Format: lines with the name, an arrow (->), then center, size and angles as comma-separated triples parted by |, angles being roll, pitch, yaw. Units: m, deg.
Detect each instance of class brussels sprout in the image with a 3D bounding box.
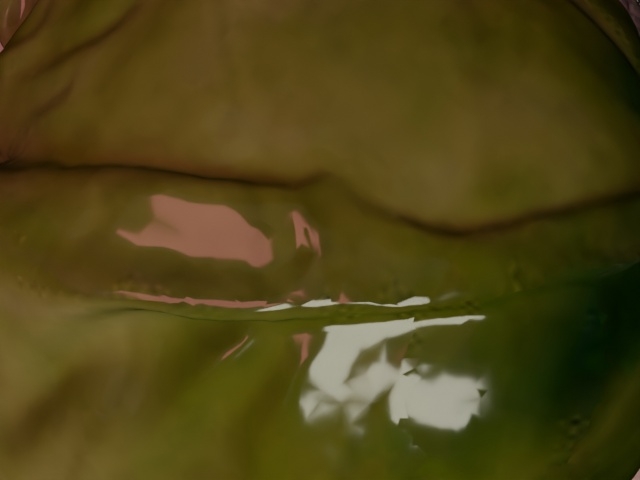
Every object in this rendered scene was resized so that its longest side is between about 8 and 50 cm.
brussels sprout -> 0.011, 0.002, 0.576 | 0.361, 0.342, 0.425 | 17, 79, 32

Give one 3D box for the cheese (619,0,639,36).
cheese -> 0.162, -0.184, 0.654 | 0.047, 0.092, 0.171 | -43, 81, -6
